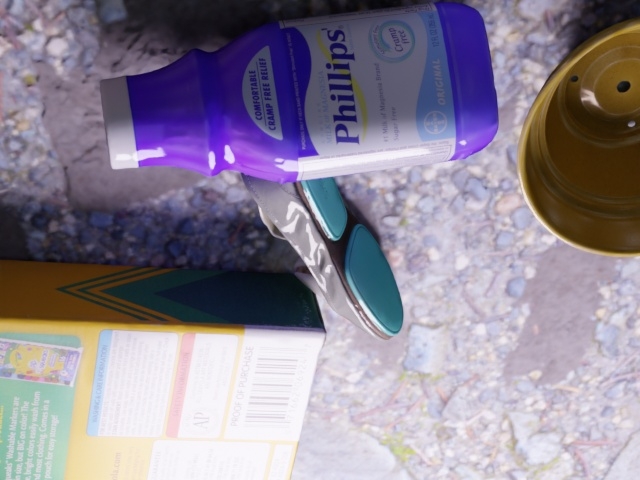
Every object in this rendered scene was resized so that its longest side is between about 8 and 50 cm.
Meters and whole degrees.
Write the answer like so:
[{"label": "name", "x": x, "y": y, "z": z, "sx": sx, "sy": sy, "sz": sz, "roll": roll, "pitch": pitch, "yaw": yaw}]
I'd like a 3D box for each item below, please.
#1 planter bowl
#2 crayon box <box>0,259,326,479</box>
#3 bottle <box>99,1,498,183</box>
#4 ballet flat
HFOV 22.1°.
[{"label": "planter bowl", "x": 0.245, "y": -0.099, "z": 1.265, "sx": 0.217, "sy": 0.090, "sz": 0.217, "roll": -6, "pitch": 126, "yaw": -8}, {"label": "crayon box", "x": -0.174, "y": 0.122, "z": 1.348, "sx": 0.323, "sy": 0.083, "sz": 0.203, "roll": 3, "pitch": 125, "yaw": -14}, {"label": "bottle", "x": -0.016, "y": -0.102, "z": 1.196, "sx": 0.283, "sy": 0.092, "sz": 0.118, "roll": -7, "pitch": 83, "yaw": -5}, {"label": "ballet flat", "x": 0.000, "y": 0.000, "z": 1.315, "sx": 0.068, "sy": 0.072, "sz": 0.213, "roll": -7, "pitch": 131, "yaw": 29}]
